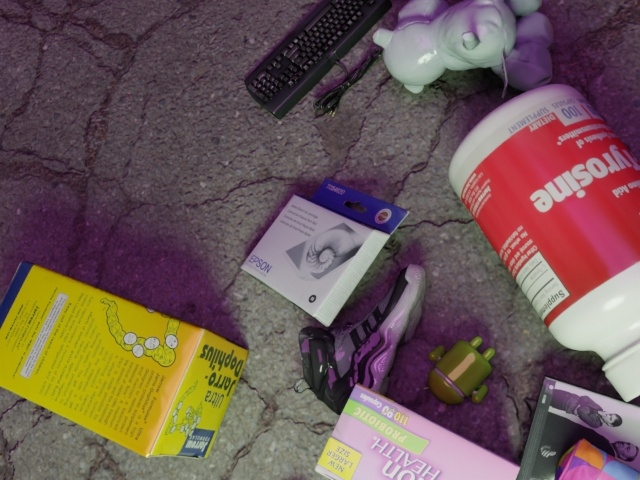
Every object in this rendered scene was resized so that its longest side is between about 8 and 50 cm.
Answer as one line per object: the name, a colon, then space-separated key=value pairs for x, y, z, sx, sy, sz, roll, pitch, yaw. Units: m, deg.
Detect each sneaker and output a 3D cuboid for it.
sneaker: x=0.056 y=0.141 z=1.012 sx=0.153 sy=0.101 sz=0.269 roll=21 pitch=78 yaw=22

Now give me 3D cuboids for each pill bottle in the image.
pill bottle: x=0.374 y=0.001 z=0.904 sx=0.229 sy=0.229 sz=0.408 roll=-31 pitch=66 yaw=3

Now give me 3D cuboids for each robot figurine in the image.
robot figurine: x=0.208 y=0.195 z=0.969 sx=0.101 sy=0.067 sz=0.115 roll=43 pitch=87 yaw=16

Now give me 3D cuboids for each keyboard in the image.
keyboard: x=0.013 y=-0.356 z=1.238 sx=0.317 sy=0.033 sz=0.201 roll=-47 pitch=66 yaw=-3

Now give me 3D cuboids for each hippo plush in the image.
hippo plush: x=0.237 y=-0.322 z=1.099 sx=0.236 sy=0.234 sz=0.294 roll=-11 pitch=48 yaw=44

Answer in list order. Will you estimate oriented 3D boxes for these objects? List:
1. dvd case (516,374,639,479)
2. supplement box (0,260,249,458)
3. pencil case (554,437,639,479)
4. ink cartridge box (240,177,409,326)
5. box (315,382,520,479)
dvd case: x=0.398 y=0.305 z=0.870 sx=0.238 sy=0.029 sz=0.179 roll=16 pitch=91 yaw=22
supplement box: x=-0.333 y=0.193 z=1.052 sx=0.356 sy=0.194 sz=0.195 roll=17 pitch=77 yaw=20
pencil case: x=0.401 y=0.345 z=0.796 sx=0.236 sy=0.104 sz=0.104 roll=31 pitch=82 yaw=24
ink cartridge box: x=0.000 y=0.000 z=1.061 sx=0.223 sy=0.045 sz=0.224 roll=26 pitch=77 yaw=48
box: x=0.137 y=0.301 z=0.857 sx=0.213 sy=0.243 sz=0.117 roll=23 pitch=79 yaw=22
